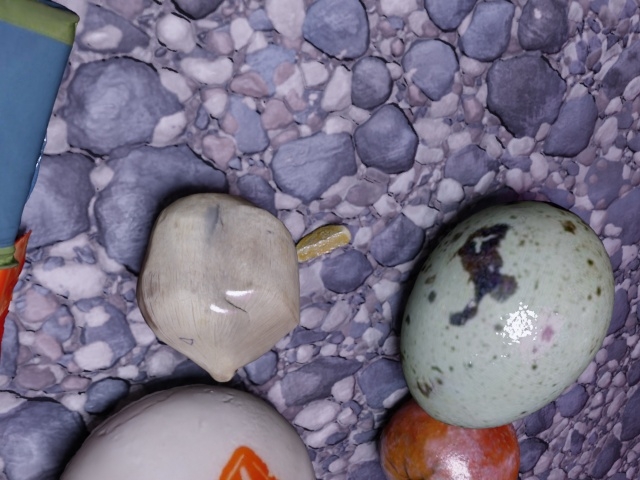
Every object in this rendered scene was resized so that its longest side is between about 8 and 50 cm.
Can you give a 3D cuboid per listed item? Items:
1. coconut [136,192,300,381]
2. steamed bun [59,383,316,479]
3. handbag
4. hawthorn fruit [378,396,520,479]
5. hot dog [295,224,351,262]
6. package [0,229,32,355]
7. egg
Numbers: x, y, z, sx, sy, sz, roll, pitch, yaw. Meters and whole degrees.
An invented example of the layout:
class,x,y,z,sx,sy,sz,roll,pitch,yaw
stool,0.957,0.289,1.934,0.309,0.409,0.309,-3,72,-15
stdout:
class,x,y,z,sx,sy,sz,roll,pitch,yaw
coconut,-0.122,0.058,0.772,0.224,0.224,0.224,-12,117,-25
steamed bun,-0.162,0.387,0.841,0.374,0.241,0.375,-11,113,-27
handbag,-0.359,-0.125,0.538,0.222,0.263,0.241,5,108,-57
hawthorn fruit,0.237,0.365,1.100,0.262,0.235,0.231,-33,153,5
hot dog,0.000,0.000,0.934,0.090,0.034,0.030,-23,133,3
package,-0.510,0.037,0.610,0.423,0.123,0.196,16,101,-35
egg,0.280,0.116,0.989,0.287,0.287,0.379,22,105,-34
